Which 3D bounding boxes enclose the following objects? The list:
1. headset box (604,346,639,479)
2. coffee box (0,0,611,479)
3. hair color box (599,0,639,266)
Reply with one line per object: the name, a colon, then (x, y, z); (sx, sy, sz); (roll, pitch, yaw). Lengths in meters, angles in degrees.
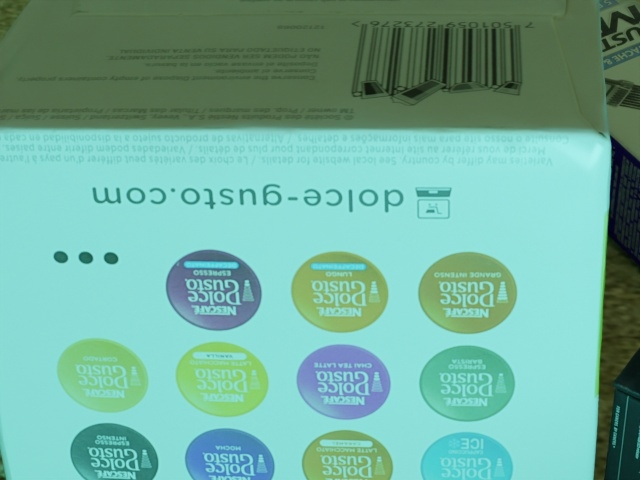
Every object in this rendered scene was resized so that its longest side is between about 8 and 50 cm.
headset box: (0.306, 0.177, 0.911); (0.283, 0.246, 0.131); (24, 50, 28)
coffee box: (0.000, 0.000, 1.030); (0.338, 0.334, 0.338); (1, 32, 6)
hair color box: (0.277, -0.097, 1.318); (0.185, 0.110, 0.339); (-22, 47, -20)
